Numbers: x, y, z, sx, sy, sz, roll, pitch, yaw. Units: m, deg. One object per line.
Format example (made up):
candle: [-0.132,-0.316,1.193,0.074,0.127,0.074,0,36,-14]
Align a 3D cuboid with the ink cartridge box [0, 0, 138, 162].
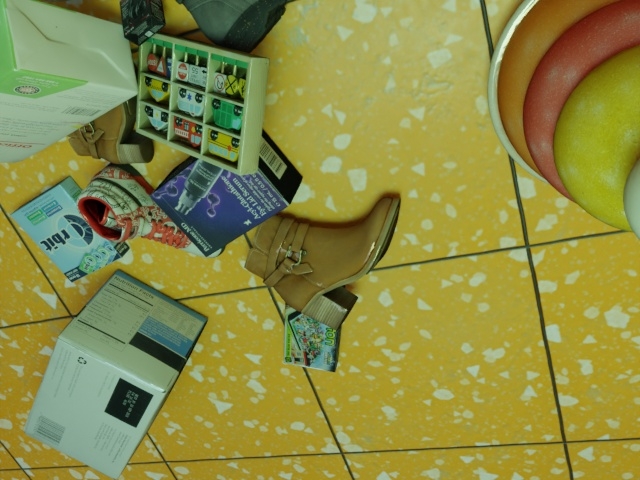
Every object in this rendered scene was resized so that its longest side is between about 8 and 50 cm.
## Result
ink cartridge box: [-0.483,-0.232,0.946,0.353,0.207,0.119,-17,84,33]

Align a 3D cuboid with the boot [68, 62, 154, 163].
boot: [-0.378,-0.223,1.041,0.152,0.073,0.197,7,118,17]

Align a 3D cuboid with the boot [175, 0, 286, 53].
boot: [-0.105,-0.419,0.815,0.223,0.118,0.338,43,123,-13]

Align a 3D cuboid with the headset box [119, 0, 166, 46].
headset box: [-0.274,-0.352,0.930,0.062,0.083,0.032,-25,156,26]

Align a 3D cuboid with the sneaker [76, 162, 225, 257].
sneaker: [-0.310,-0.023,1.104,0.270,0.145,0.090,38,123,-11]

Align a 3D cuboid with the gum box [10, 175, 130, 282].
gum box: [-0.503,-0.018,1.218,0.157,0.041,0.184,-23,115,25]

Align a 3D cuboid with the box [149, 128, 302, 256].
box: [-0.161,-0.092,1.046,0.207,0.108,0.153,-31,111,28]

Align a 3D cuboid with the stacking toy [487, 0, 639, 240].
stacking toy: [0.372,-0.115,0.674,0.351,0.480,0.350,6,124,10]

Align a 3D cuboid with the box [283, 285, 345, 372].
box: [-0.014,0.171,1.221,0.114,0.036,0.207,9,123,8]

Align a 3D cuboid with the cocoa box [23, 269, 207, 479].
cocoa box: [-0.430,0.285,1.280,0.231,0.228,0.347,30,124,-5]

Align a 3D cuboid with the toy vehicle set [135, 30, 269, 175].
toy vehicle set: [-0.189,-0.216,0.919,0.267,0.035,0.166,25,116,36]

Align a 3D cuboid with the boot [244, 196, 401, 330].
boot: [0.000,0.000,1.083,0.220,0.109,0.283,33,118,10]
